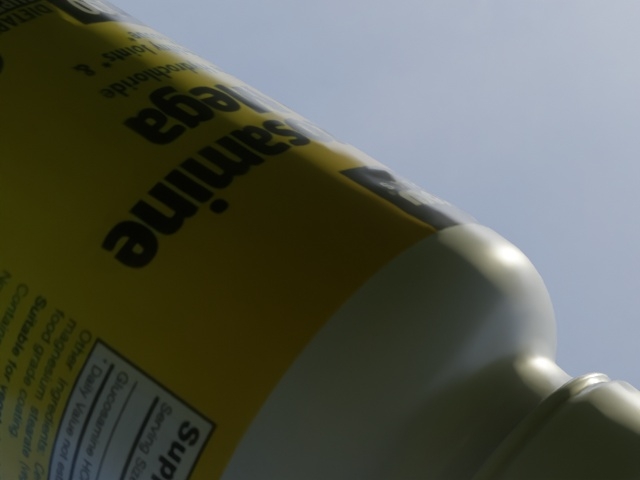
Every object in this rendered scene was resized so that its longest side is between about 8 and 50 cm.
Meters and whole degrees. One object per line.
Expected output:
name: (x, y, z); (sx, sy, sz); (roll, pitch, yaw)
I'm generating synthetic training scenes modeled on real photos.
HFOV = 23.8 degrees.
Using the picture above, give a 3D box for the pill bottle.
pill bottle: (-0.036, 0.044, 0.573); (0.334, 0.188, 0.188); (32, -121, 25)
